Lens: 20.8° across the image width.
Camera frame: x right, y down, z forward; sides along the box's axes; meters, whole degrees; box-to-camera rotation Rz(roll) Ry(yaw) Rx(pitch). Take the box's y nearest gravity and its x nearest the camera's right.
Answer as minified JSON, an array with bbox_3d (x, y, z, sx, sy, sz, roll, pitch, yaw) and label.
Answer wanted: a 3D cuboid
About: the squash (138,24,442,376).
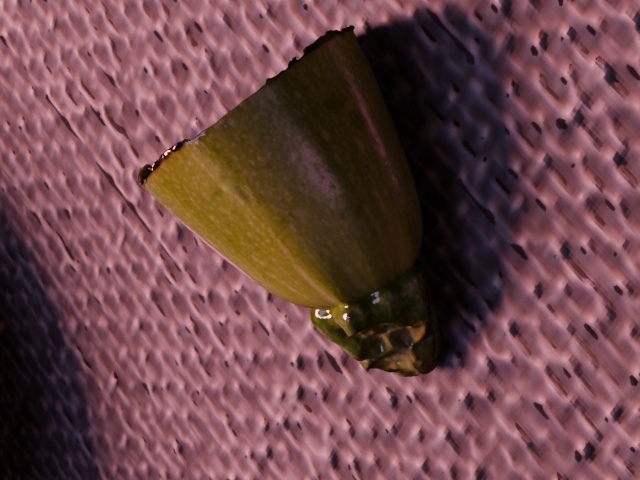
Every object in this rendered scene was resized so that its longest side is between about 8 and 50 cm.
[{"bbox_3d":[0.007,-0.001,0.682,0.132,0.105,0.105,55,140,0],"label":"squash"}]
